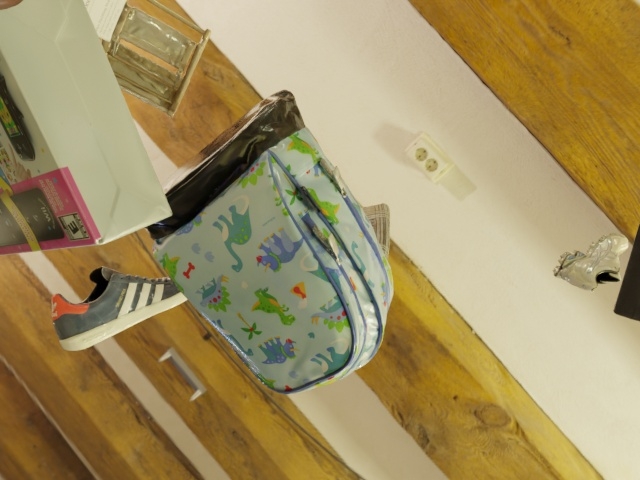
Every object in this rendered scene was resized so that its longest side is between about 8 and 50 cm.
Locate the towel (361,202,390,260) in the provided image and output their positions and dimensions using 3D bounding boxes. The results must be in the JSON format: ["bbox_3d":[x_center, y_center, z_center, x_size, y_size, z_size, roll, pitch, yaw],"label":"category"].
[{"bbox_3d":[0.000,0.000,1.021,0.323,0.312,0.056,-7,-60,15],"label":"towel"}]

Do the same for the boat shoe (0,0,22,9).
[{"bbox_3d":[-0.296,-0.155,0.263,0.206,0.073,0.073,-10,-105,-4],"label":"boat shoe"}]

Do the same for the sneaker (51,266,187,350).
[{"bbox_3d":[-0.441,0.114,1.018,0.131,0.350,0.148,-15,-82,40],"label":"sneaker"}]

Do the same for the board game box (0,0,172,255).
[{"bbox_3d":[-0.331,-0.101,0.481,0.303,0.097,0.224,-4,-68,37],"label":"board game box"}]

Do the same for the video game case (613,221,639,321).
[{"bbox_3d":[0.343,-0.091,0.404,0.035,0.274,0.249,18,-60,37],"label":"video game case"}]

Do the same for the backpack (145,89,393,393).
[{"bbox_3d":[-0.055,0.031,0.612,0.290,0.274,0.356,-30,-64,22],"label":"backpack"}]

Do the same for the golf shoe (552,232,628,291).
[{"bbox_3d":[0.515,0.046,0.794,0.086,0.176,0.069,50,-26,43],"label":"golf shoe"}]

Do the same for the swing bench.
[{"bbox_3d":[-0.494,-0.546,1.268,0.253,0.165,0.255,25,-56,-22],"label":"swing bench"}]

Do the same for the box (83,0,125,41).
[{"bbox_3d":[-0.574,-0.619,1.046,0.181,0.119,0.181,38,-73,16],"label":"box"}]
